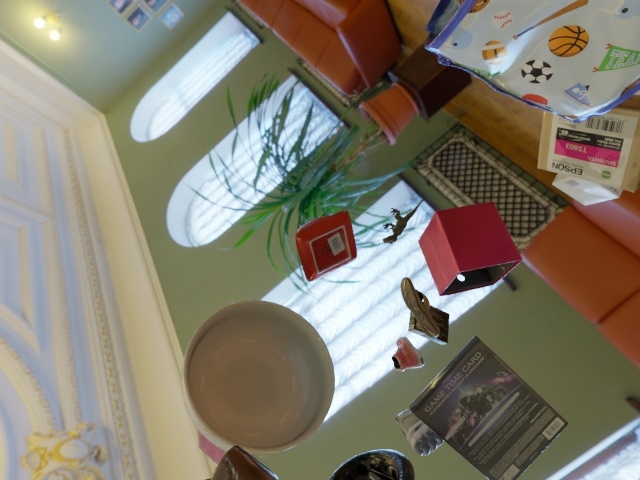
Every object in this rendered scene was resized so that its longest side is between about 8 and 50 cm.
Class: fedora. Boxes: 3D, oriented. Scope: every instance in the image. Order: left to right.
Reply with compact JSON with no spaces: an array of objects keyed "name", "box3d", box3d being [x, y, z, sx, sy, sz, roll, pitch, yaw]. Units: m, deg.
[{"name":"fedora","box3d":[0.156,0.768,1.177,0.153,0.334,0.334,64,-173,-1]}]

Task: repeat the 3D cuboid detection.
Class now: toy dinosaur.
[{"name":"toy dinosaur","box3d":[0.342,-0.084,1.780,0.118,0.268,0.064,22,158,49]}]

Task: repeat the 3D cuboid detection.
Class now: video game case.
[{"name":"video game case","box3d":[0.339,0.350,0.812,0.274,0.196,0.026,43,-179,-8]}]

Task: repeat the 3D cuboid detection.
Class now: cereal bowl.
[{"name":"cereal bowl","box3d":[-0.146,0.311,0.911,0.338,0.141,0.339,17,-134,-19]}]

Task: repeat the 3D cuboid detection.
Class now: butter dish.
[{"name":"butter dish","box3d":[0.000,0.000,1.061,0.118,0.159,0.160,41,152,54]}]

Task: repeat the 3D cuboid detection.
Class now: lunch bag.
[{"name":"lunch bag","box3d":[0.383,-0.390,0.585,0.327,0.385,0.239,21,-133,-8]}]

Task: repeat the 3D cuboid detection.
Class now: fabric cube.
[{"name":"fabric cube","box3d":[0.568,0.038,1.588,0.259,0.254,0.258,97,160,-61]}]

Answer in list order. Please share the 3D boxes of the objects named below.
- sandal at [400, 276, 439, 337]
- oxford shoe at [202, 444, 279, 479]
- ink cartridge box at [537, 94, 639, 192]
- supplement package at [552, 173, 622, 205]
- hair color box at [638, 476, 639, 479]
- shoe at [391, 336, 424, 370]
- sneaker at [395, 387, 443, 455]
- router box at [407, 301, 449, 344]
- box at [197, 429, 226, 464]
[{"name":"sandal","box3d":[0.276,0.178,1.106,0.180,0.049,0.072,59,158,8]},{"name":"oxford shoe","box3d":[-0.161,0.413,0.565,0.133,0.364,0.130,47,-156,18]},{"name":"ink cartridge box","box3d":[0.651,-0.241,0.952,0.234,0.088,0.193,31,146,46]},{"name":"supplement package","box3d":[0.860,-0.253,1.244,0.133,0.244,0.139,32,171,-3]},{"name":"hair color box","box3d":[0.786,0.397,0.770,0.110,0.339,0.185,27,180,-33]},{"name":"shoe","box3d":[0.265,0.370,1.327,0.178,0.081,0.064,-144,42,-77]},{"name":"sneaker","box3d":[0.300,0.373,0.966,0.115,0.281,0.105,34,147,58]},{"name":"router box","box3d":[0.453,0.339,1.684,0.178,0.046,0.133,26,-121,-18]},{"name":"box","box3d":[-0.234,0.494,1.202,0.117,0.214,0.243,23,-148,29]}]
